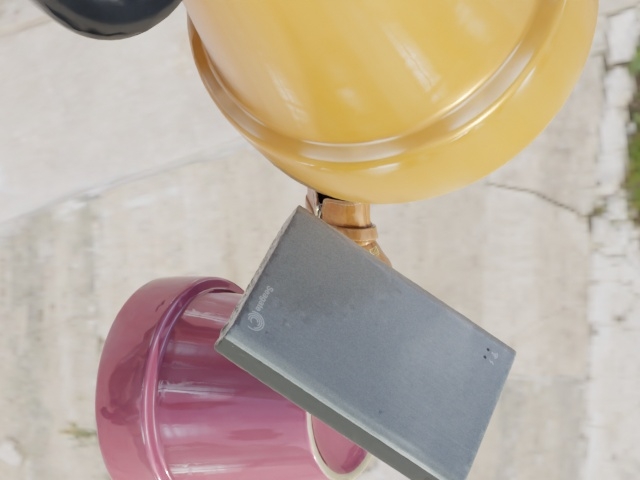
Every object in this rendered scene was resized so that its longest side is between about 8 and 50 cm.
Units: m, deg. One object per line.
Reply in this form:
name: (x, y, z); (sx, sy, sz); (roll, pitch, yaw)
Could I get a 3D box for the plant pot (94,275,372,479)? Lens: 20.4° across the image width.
plant pot: (-0.056, 0.130, 1.456); (0.201, 0.180, 0.201); (-1, 91, -60)

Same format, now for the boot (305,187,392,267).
boot: (0.000, 0.000, 1.741); (0.073, 0.197, 0.152); (-31, 122, -33)

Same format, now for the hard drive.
hard drive: (0.024, 0.054, 0.865); (0.135, 0.022, 0.094); (34, 48, -6)

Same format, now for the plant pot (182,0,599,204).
plant pot: (0.011, -0.142, 0.835); (0.188, 0.205, 0.205); (40, 67, -63)

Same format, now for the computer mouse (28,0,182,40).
computer mouse: (-0.098, -0.172, 0.507); (0.071, 0.041, 0.242); (-25, 91, -6)
